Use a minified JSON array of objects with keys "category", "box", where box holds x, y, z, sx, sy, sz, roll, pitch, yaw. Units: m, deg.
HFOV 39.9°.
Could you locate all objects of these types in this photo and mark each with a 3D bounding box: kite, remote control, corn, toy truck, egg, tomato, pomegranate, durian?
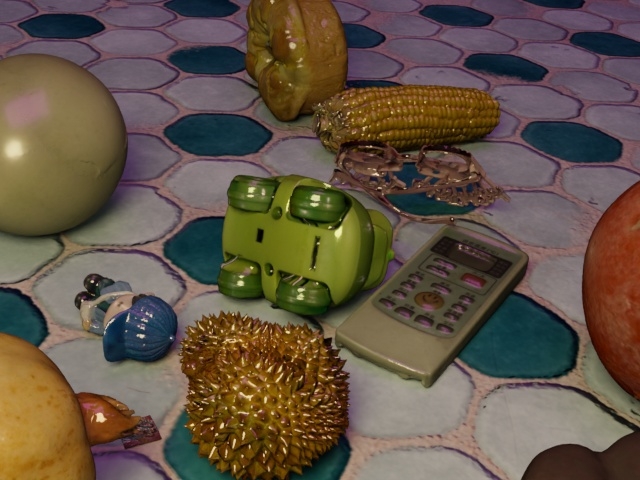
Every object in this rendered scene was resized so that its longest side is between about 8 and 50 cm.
[{"category":"kite","box":[-0.186,0.178,0.821,0.078,0.002,0.044,1,31,-8]},{"category":"remote control","box":[0.134,0.066,1.013,0.123,0.038,0.285,23,36,27]},{"category":"corn","box":[0.137,-0.191,1.378,0.318,0.115,0.115,-9,33,-22]},{"category":"toy truck","box":[0.000,0.003,1.007,0.211,0.148,0.187,4,9,-35]},{"category":"egg","box":[-0.350,-0.118,1.091,0.219,0.219,0.269,6,35,3]},{"category":"tomato","box":[0.386,0.038,0.864,0.265,0.265,0.265,3,31,-2]},{"category":"pomegranate","box":[-0.264,0.162,0.643,0.207,0.207,0.207,3,31,-2]},{"category":"durian","box":[-0.052,0.138,0.789,0.168,0.137,0.158,16,50,-7]}]

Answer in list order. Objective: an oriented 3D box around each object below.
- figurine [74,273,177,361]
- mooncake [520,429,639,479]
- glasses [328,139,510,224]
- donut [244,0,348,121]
[{"category":"figurine","box":[-0.204,0.083,0.929,0.079,0.077,0.136,26,0,-33]},{"category":"mooncake","box":[0.236,0.268,0.583,0.306,0.154,0.306,2,29,-1]},{"category":"glasses","box":[0.123,-0.065,1.183,0.255,0.095,0.162,11,-10,14]},{"category":"donut","box":[-0.044,-0.324,1.483,0.128,0.208,0.261,-6,37,-18]}]
